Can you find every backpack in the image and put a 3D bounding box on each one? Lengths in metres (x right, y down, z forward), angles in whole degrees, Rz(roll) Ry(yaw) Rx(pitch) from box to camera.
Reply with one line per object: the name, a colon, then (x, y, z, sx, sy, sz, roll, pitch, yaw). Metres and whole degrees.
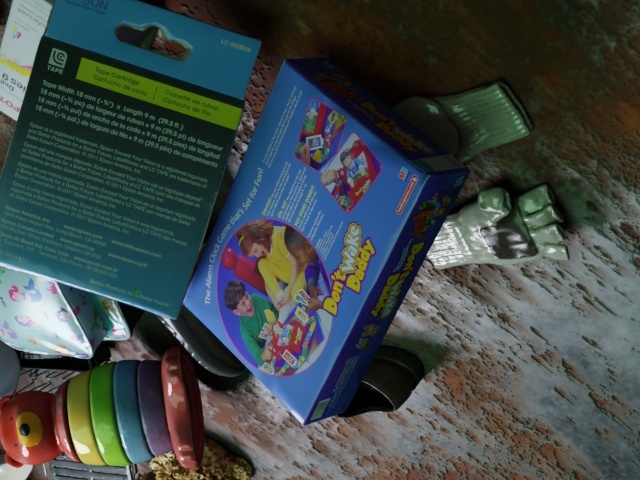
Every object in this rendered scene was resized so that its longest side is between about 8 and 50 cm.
backpack: (-0.377, 0.043, 1.876, 0.253, 0.191, 0.225, 7, 132, 34)

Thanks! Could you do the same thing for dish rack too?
dish rack: (-0.395, 0.279, 2.121, 0.208, 0.074, 0.271, 0, 106, 34)

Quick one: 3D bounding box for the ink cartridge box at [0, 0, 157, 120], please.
ink cartridge box: (-0.306, -0.221, 1.653, 0.154, 0.093, 0.212, 34, 139, 0)

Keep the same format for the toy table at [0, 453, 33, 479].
toy table: (-0.609, 0.462, 2.358, 0.252, 0.274, 0.161, 51, 160, 53)

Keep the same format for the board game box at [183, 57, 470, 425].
board game box: (-0.005, 0.001, 1.532, 0.233, 0.078, 0.347, 42, 122, 28)

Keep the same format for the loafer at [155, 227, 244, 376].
loafer: (-0.178, 0.046, 1.781, 0.134, 0.130, 0.366, 41, 170, 48)

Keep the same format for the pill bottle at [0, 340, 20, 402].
pill bottle: (-0.609, 0.309, 2.091, 0.210, 0.210, 0.363, 28, 119, 7)

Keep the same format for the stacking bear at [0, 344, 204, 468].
stacking bear: (-0.324, 0.257, 1.958, 0.289, 0.164, 0.175, -9, 90, 2)

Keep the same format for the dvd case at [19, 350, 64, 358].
dvd case: (-0.429, 0.120, 2.047, 0.087, 0.013, 0.119, -6, 93, 33)

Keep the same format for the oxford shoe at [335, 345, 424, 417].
oxford shoe: (0.018, 0.189, 1.817, 0.227, 0.096, 0.083, 0, 129, 34)

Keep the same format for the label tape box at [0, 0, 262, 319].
label tape box: (-0.225, -0.106, 1.553, 0.240, 0.106, 0.334, 18, 97, -3)

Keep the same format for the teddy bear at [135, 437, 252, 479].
teddy bear: (-0.223, 0.451, 2.191, 0.245, 0.113, 0.338, 41, 137, -10)

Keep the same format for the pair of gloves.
pair of gloves: (0.164, -0.064, 1.538, 0.204, 0.042, 0.240, -7, 123, 36)
